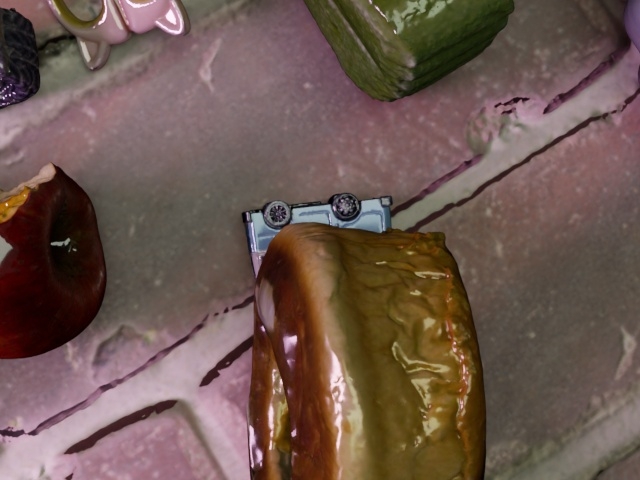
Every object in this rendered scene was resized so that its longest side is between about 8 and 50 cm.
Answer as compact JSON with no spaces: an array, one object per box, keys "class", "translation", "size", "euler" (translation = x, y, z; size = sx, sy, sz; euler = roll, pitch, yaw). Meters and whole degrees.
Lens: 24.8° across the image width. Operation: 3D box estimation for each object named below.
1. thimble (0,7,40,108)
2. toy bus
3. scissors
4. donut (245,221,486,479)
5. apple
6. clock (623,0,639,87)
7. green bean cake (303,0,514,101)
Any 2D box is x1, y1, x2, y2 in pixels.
[{"class":"thimble","translation":[-0.278,-0.142,1.167],"size":[0.104,0.095,0.066],"euler":[-18,77,27]},{"class":"toy bus","translation":[0.000,0.000,1.209],"size":[0.123,0.060,0.075],"euler":[-6,91,-6]},{"class":"scissors","translation":[-0.205,-0.300,1.176],"size":[0.160,0.024,0.317],"euler":[-18,99,21]},{"class":"donut","translation":[0.031,0.138,1.086],"size":[0.160,0.330,0.330],"euler":[-4,86,-18]},{"class":"apple","translation":[-0.257,0.020,1.129],"size":[0.158,0.156,0.147],"euler":[-7,88,20]},{"class":"clock","translation":[0.322,-0.196,1.210],"size":[0.189,0.189,0.254],"euler":[-7,86,-8]},{"class":"green bean cake","translation":[0.042,-0.242,1.152],"size":[0.125,0.222,0.248],"euler":[-31,88,-5]}]
